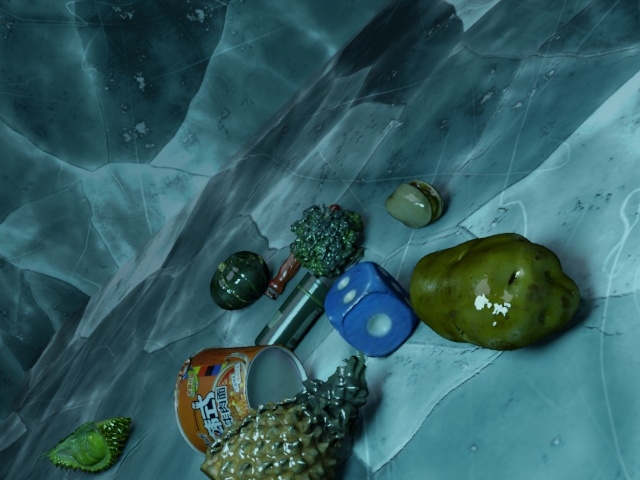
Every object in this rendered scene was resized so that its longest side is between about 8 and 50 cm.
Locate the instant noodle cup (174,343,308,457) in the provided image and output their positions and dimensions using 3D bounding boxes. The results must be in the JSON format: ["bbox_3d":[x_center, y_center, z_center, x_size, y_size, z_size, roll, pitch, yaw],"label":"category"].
[{"bbox_3d":[-0.155,0.329,1.474,0.192,0.250,0.250,-20,37,37],"label":"instant noodle cup"}]

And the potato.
[{"bbox_3d":[0.266,0.078,1.178,0.369,0.177,0.195,-176,95,-67],"label":"potato"}]

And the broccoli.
[{"bbox_3d":[0.014,-0.013,1.796,0.198,0.177,0.275,-44,5,-1],"label":"broccoli"}]

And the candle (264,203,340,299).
[{"bbox_3d":[-0.051,0.029,1.959,0.329,0.048,0.051,-53,37,-8],"label":"candle"}]

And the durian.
[{"bbox_3d":[-0.689,0.602,2.105,0.352,0.169,0.158,-33,29,37],"label":"durian"}]

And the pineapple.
[{"bbox_3d":[-0.031,0.354,1.270,0.357,0.223,0.223,-44,21,-14],"label":"pineapple"}]

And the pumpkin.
[{"bbox_3d":[-0.238,0.117,2.039,0.190,0.146,0.190,-25,18,9],"label":"pumpkin"}]

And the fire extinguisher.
[{"bbox_3d":[-0.084,0.219,1.685,0.294,0.093,0.118,-52,-3,-2],"label":"fire extinguisher"}]

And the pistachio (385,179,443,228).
[{"bbox_3d":[0.214,-0.081,1.575,0.113,0.113,0.149,-53,30,-6],"label":"pistachio"}]

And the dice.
[{"bbox_3d":[0.099,0.137,1.397,0.143,0.146,0.146,-43,24,12],"label":"dice"}]
